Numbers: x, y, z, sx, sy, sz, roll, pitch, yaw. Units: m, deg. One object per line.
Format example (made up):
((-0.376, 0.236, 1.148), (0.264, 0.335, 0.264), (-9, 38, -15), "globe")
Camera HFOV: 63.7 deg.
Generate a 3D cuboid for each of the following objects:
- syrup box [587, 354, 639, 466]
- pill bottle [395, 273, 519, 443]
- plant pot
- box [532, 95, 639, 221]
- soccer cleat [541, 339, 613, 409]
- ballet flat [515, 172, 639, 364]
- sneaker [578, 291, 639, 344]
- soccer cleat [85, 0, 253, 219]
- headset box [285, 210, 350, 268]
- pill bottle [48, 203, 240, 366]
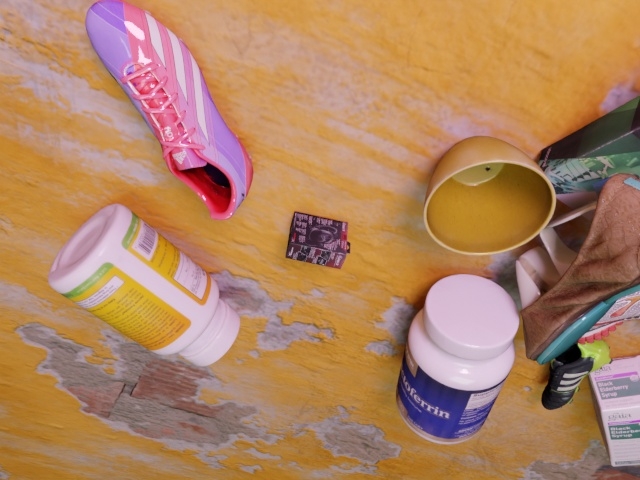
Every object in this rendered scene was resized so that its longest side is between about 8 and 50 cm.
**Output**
((0.544, 0.308, 0.915), (0.093, 0.096, 0.236), (-16, 132, 20), "syrup box")
((0.203, 0.183, 0.781), (0.153, 0.153, 0.264), (3, 134, 2), "pill bottle")
((0.181, -0.062, 0.577), (0.135, 0.095, 0.134), (3, 135, 3), "plant pot")
((0.395, -0.067, 0.460), (0.233, 0.058, 0.322), (30, 157, -9), "box")
((0.414, 0.222, 0.874), (0.073, 0.060, 0.178), (19, 128, -1), "soccer cleat")
((0.297, 0.038, 0.599), (0.116, 0.124, 0.342), (-30, 155, -14), "ballet flat")
((0.403, 0.067, 0.693), (0.093, 0.088, 0.225), (31, 130, -22), "sneaker")
((-0.151, -0.129, 0.541), (0.083, 0.095, 0.248), (-16, 131, 20), "soccer cleat")
((0.000, 0.000, 0.679), (0.084, 0.062, 0.032), (12, 135, -8), "headset box")
((-0.231, 0.075, 0.722), (0.137, 0.136, 0.245), (-25, 128, 26), "pill bottle")
